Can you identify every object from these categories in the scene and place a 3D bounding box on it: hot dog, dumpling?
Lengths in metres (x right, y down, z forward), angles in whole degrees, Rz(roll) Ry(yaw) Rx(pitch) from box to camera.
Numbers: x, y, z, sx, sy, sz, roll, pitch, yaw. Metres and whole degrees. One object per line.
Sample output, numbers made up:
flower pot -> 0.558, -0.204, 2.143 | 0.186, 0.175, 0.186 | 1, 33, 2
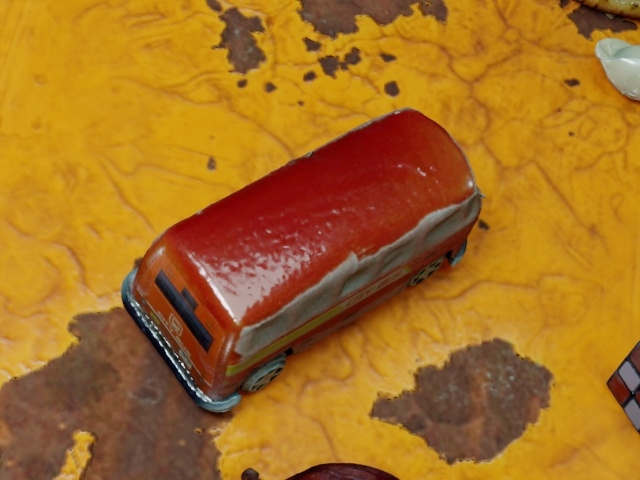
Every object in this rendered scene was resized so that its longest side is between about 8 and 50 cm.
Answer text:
hot dog -> 0.262, -0.205, 1.488 | 0.122, 0.037, 0.049 | 14, 44, -12
dumpling -> 0.263, -0.142, 1.443 | 0.077, 0.043, 0.059 | 8, 38, 8

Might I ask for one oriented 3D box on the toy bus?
toy bus -> 0.000, 0.000, 1.232 | 0.265, 0.120, 0.121 | -29, 71, -28

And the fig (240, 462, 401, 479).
fig -> 0.011, 0.189, 1.120 | 0.128, 0.128, 0.150 | 0, 53, -15

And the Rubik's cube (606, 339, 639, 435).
Rubik's cube -> 0.278, 0.103, 1.259 | 0.092, 0.092, 0.092 | -21, 66, -25
